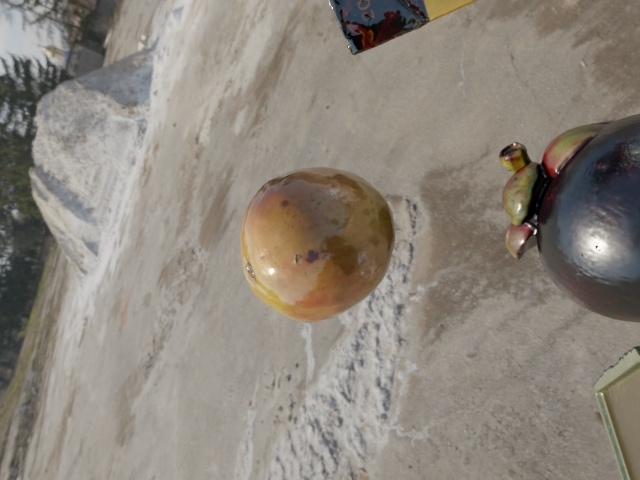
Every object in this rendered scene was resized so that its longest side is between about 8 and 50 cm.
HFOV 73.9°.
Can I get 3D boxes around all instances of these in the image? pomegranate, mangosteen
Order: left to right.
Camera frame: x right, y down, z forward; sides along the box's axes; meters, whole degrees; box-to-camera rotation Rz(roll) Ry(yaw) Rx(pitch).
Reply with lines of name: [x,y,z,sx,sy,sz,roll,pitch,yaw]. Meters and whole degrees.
pomegranate: [-0.001,0.003,0.503,0.191,0.191,0.192,-28,55,49]
mangosteen: [0.543,-0.050,0.800,0.434,0.382,0.383,14,89,30]

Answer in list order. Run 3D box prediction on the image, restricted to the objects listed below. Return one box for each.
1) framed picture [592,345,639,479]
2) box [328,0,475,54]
framed picture: [0.223,0.184,0.263,0.020,0.289,0.212,-15,62,21]
box: [0.223,-0.438,0.620,0.414,0.116,0.264,-15,35,25]
